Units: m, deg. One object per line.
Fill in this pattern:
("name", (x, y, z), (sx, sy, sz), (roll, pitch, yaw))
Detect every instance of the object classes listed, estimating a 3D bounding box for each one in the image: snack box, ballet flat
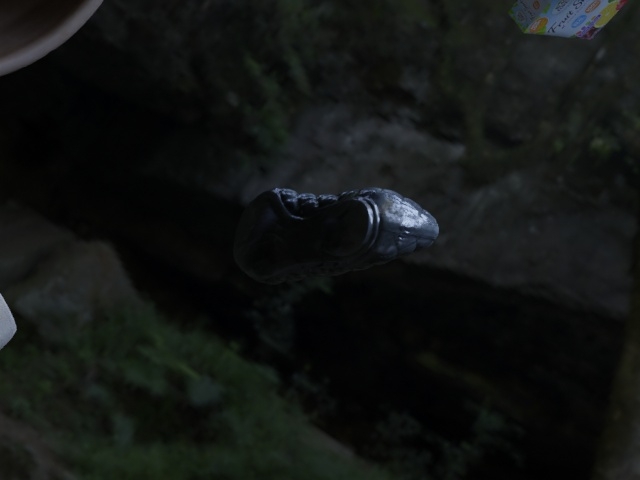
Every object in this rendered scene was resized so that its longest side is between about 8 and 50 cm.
("snack box", (0.287, -0.272, 1.697), (0.141, 0.100, 0.037), (-3, 52, -48))
("ballet flat", (0.000, 0.000, 0.866), (0.049, 0.058, 0.173), (12, -6, -31))

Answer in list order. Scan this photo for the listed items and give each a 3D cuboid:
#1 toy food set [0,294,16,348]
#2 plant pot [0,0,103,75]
("toy food set", (-0.404, 0.032, 1.111), (0.306, 0.219, 0.092), (42, -25, 11))
("plant pot", (-0.291, -0.271, 1.095), (0.263, 0.263, 0.229), (46, 0, -41))
